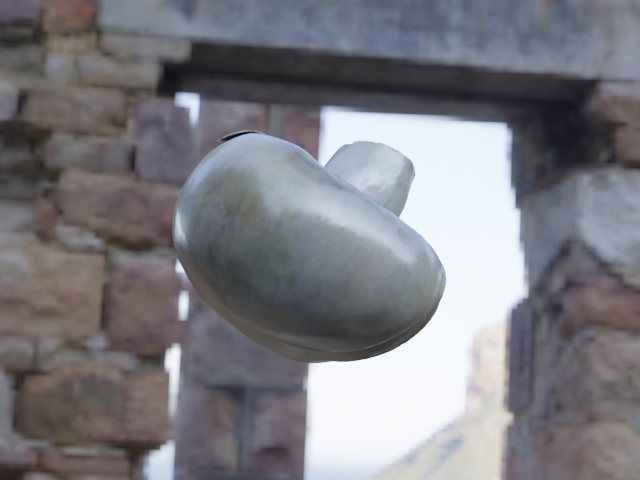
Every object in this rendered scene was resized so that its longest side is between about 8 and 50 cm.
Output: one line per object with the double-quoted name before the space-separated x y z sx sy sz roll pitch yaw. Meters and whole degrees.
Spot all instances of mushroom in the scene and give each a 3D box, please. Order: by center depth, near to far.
"mushroom" 0.000 0.000 0.887 0.154 0.122 0.154 35 -14 10
